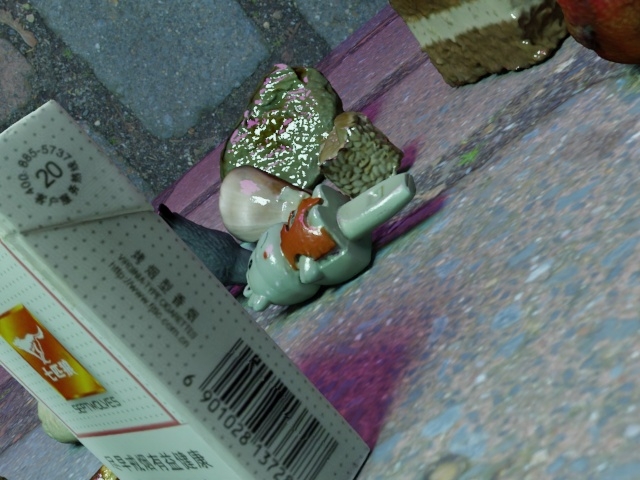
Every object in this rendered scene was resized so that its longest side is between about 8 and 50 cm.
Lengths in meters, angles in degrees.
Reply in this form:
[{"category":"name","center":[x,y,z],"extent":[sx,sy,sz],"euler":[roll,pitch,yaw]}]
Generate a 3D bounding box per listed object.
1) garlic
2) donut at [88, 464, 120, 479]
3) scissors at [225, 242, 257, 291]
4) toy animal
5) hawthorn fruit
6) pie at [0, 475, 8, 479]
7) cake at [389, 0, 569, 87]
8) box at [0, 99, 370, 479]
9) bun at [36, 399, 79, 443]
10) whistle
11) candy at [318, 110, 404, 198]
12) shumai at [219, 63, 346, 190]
[{"category":"garlic","center":[-0.075,-0.060,1.237],"extent":[0.128,0.148,0.266],"euler":[-51,14,12]},{"category":"donut","center":[-0.191,0.251,0.793],"extent":[0.140,0.059,0.140],"euler":[-41,13,11]},{"category":"scissors","center":[-0.151,0.056,1.186],"extent":[0.256,0.125,0.030],"euler":[-37,-12,-36]},{"category":"toy animal","center":[-0.160,0.001,1.126],"extent":[0.121,0.210,0.117],"euler":[-93,10,-52]},{"category":"hawthorn fruit","center":[0.304,-0.245,0.772],"extent":[0.173,0.179,0.173],"euler":[17,-90,-79]},{"category":"pie","center":[-0.533,0.410,0.966],"extent":[0.418,0.180,0.395],"euler":[-36,14,52]},{"category":"cake","center":[0.232,-0.401,1.140],"extent":[0.255,0.290,0.282],"euler":[-47,19,-14]},{"category":"box","center":[-0.146,0.079,0.624],"extent":[0.210,0.330,0.095],"euler":[-22,24,52]},{"category":"bun","center":[-0.326,0.167,1.172],"extent":[0.222,0.128,0.222],"euler":[-47,17,20]},{"category":"whistle","center":[0.001,0.002,0.939],"extent":[0.253,0.106,0.101],"euler":[-32,58,29]},{"category":"candy","center":[0.048,-0.107,1.104],"extent":[0.095,0.110,0.085],"euler":[-46,21,27]},{"category":"shumai","center":[-0.053,-0.170,1.484],"extent":[0.255,0.189,0.218],"euler":[-56,-4,4]}]
